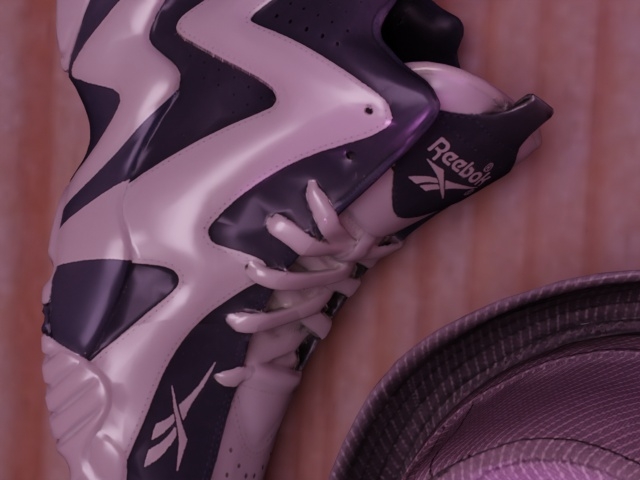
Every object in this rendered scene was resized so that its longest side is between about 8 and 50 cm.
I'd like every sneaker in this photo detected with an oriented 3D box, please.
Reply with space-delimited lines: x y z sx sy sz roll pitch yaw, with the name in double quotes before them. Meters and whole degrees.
"sneaker" 0.000 0.000 0.635 0.153 0.094 0.235 -6 75 24

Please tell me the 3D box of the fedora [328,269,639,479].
"fedora" 0.105 0.142 0.562 0.244 0.124 0.275 -35 84 21
